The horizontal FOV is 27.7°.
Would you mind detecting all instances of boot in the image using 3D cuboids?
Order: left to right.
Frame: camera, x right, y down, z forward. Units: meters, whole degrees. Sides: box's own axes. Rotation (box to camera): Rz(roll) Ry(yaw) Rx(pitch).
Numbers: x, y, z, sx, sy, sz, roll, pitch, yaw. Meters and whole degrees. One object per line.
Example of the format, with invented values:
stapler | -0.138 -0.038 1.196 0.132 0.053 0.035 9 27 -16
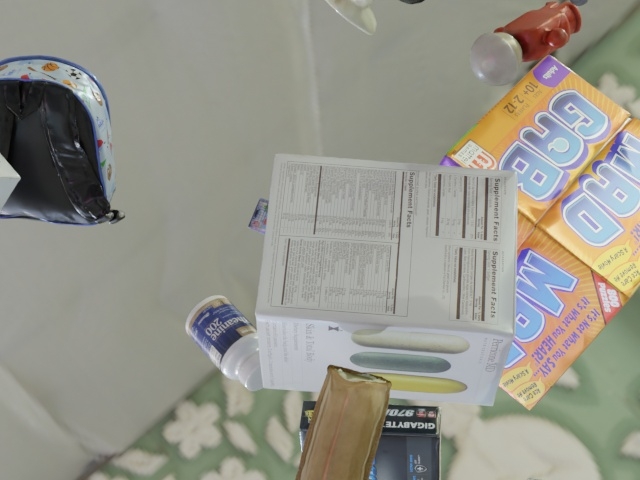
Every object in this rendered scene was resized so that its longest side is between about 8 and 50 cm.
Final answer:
boot | 0.000 0.256 1.215 0.236 0.089 0.269 174 112 -85

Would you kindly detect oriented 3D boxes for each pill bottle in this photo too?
pill bottle | -0.105 0.126 1.578 0.067 0.120 0.067 -30 -36 -25

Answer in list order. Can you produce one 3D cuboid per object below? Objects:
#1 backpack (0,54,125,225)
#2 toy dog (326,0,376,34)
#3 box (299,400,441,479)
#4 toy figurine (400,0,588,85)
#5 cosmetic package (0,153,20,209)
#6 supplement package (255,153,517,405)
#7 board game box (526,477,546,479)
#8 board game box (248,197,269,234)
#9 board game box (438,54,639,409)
backpack | -0.456 -0.172 2.139 0.213 0.277 0.263 -90 3 -53
toy dog | 0.070 -0.582 1.999 0.408 0.284 0.395 -50 -16 11
box | 0.067 0.295 1.668 0.051 0.175 0.220 -81 -9 -46
toy figurine | 0.190 -0.294 1.363 0.148 0.213 0.209 -33 -14 -29
cosmetic package | -0.624 -0.173 1.733 0.284 0.377 0.097 -9 -39 -57
supplement package | 0.072 0.047 1.420 0.199 0.263 0.198 90 -175 -61
board game box | 0.244 0.402 1.222 0.254 0.079 0.336 -8 53 59
board game box | 0.000 0.000 2.295 0.060 0.194 0.194 -67 -23 -1
board game box | 0.369 -0.015 2.193 0.356 0.356 0.356 -44 -12 -39
